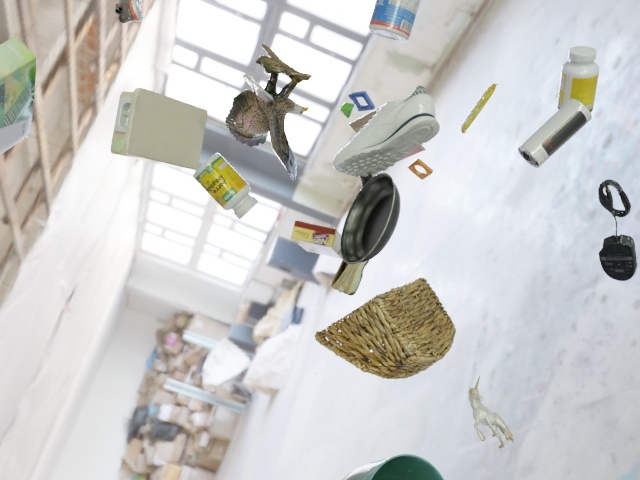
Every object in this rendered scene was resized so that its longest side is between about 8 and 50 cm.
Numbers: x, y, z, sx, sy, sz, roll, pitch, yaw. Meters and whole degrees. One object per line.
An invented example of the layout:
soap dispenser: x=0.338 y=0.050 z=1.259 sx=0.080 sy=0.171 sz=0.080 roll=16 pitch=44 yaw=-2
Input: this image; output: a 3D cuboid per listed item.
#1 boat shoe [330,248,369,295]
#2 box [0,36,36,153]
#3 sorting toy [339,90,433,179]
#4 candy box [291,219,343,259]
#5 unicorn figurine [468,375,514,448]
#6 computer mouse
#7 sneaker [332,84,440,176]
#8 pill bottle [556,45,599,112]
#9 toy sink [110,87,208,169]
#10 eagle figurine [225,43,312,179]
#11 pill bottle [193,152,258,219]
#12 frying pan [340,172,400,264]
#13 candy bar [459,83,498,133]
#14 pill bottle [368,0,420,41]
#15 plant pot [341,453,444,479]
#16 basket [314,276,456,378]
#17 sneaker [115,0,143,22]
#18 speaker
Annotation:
boat shoe: x=0.077 y=0.033 z=1.711 sx=0.068 sy=0.072 sz=0.189 roll=2 pitch=72 yaw=68
box: x=-0.591 y=-0.160 z=1.135 sx=0.322 sy=0.058 sz=0.232 roll=-49 pitch=1 yaw=-33
sorting toy: x=0.201 y=-0.313 z=2.132 sx=0.196 sy=0.348 sz=0.047 roll=-14 pitch=36 yaw=56
candy box: x=0.000 y=0.000 z=1.847 sx=0.186 sy=0.109 sz=0.053 roll=49 pitch=-125 yaw=-74
unicorn figurine: x=0.369 y=0.392 z=1.598 sx=0.060 sy=0.162 sz=0.111 roll=-27 pitch=44 yaw=13
computer mouse: x=0.592 y=-0.020 z=1.445 sx=0.041 sy=0.071 sz=0.242 roll=-53 pitch=-46 yaw=-44
sneaker: x=0.119 y=-0.202 z=1.378 sx=0.235 sy=0.090 sz=0.094 roll=-27 pitch=63 yaw=30
pill bottle: x=0.739 y=-0.456 z=2.066 sx=0.103 sy=0.103 sz=0.184 roll=-79 pitch=-12 yaw=-54
toy sink: x=-0.398 y=-0.261 z=1.690 sx=0.234 sy=0.131 sz=0.152 roll=6 pitch=-86 yaw=-58
eagle figurine: x=-0.125 y=-0.325 z=1.896 sx=0.226 sy=0.225 sz=0.298 roll=-98 pitch=27 yaw=-58
pill bottle: x=-0.302 y=-0.171 z=2.334 sx=0.118 sy=0.208 sz=0.117 roll=-42 pitch=6 yaw=5
frying pan: x=0.090 y=-0.070 z=1.503 sx=0.197 sy=0.053 sz=0.326 roll=-60 pitch=22 yaw=19
candy bar: x=0.424 y=-0.356 z=1.942 sx=0.161 sy=0.018 sz=0.040 roll=-56 pitch=14 yaw=10
pill bottle: x=0.221 y=-0.683 z=2.029 sx=0.124 sy=0.124 sz=0.221 roll=-128 pitch=55 yaw=-81
plant pot: x=0.160 y=0.713 z=1.882 sx=0.235 sy=0.293 sz=0.292 roll=-28 pitch=38 yaw=53
basket: x=0.177 y=0.248 z=1.811 sx=0.223 sy=0.213 sz=0.299 roll=-36 pitch=-12 yaw=29
sneaker: x=-0.480 y=-0.588 z=1.782 sx=0.157 sy=0.065 sz=0.061 roll=-107 pitch=-3 yaw=-46
speaker: x=0.431 y=-0.197 z=1.332 sx=0.136 sy=0.055 sz=0.055 roll=-42 pitch=8 yaw=-1
